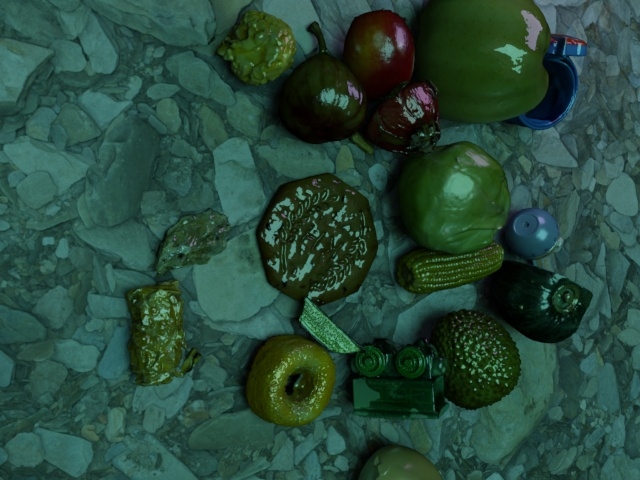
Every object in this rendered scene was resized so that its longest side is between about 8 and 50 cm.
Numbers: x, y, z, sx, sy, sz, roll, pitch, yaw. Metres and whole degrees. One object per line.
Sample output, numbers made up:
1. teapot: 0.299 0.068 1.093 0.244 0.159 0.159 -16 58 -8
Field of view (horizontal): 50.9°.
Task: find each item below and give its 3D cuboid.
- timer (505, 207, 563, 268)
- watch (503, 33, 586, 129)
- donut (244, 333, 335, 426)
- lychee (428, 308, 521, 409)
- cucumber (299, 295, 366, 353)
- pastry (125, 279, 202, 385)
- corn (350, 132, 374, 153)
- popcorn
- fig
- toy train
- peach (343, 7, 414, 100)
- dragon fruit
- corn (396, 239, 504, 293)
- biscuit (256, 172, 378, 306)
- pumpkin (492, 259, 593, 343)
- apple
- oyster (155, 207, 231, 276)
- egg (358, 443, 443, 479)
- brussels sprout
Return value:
1. timer: 0.674 0.004 2.046 0.255 0.175 0.175 32 79 -27
2. watch: 0.591 -0.458 1.943 0.305 0.241 0.275 -10 113 -20
3. donut: -0.071 0.358 1.712 0.253 0.118 0.254 -7 101 -42
4. lychee: 0.430 0.339 1.888 0.320 0.270 0.270 43 74 -6
5. cucumber: 0.018 0.241 1.729 0.220 0.046 0.070 42 71 -7
6. pastry: -0.364 0.221 1.543 0.154 0.102 0.250 -7 95 -28
7. corn: 0.110 -0.262 1.799 0.083 0.027 0.028 37 45 -27
8. popcorn: -0.146 -0.454 1.588 0.170 0.180 0.180 25 82 -54
9. fig: 0.003 -0.404 1.649 0.216 0.217 0.321 9 71 -28
10. toy train: 0.207 0.363 1.783 0.145 0.266 0.202 1 85 -66
11. peach: 0.146 -0.473 1.699 0.196 0.189 0.226 -29 126 -38
12. dragon fruit: 0.235 -0.290 1.732 0.218 0.224 0.148 -18 68 -45
13. corn: 0.377 0.069 1.911 0.344 0.131 0.131 -11 99 -27
14. biscuit: 0.001 0.000 1.754 0.359 0.046 0.359 -3 97 -27
15. pumpkin: 0.636 0.192 1.992 0.293 0.263 0.197 26 88 -31
16. apple: 0.438 -0.509 1.805 0.312 0.360 0.320 -69 161 -45
17. oyster: -0.296 0.000 1.581 0.209 0.072 0.133 -12 103 -29
18. egg: 0.220 0.664 1.830 0.244 0.201 0.201 14 87 -6
19. brussels sprout: 0.355 -0.124 1.824 0.328 0.247 0.328 -9 113 -21
